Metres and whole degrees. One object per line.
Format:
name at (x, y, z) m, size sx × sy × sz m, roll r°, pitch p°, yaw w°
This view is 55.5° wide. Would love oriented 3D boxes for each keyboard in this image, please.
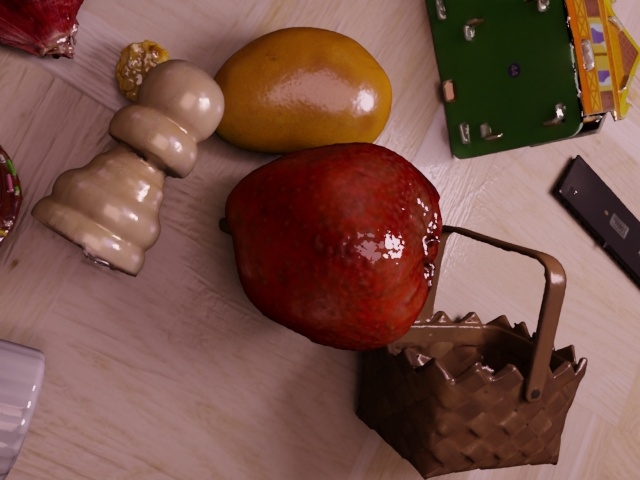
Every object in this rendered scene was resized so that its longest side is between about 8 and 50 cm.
keyboard at (0.556, -0.023, 1.154) m, size 0.317 × 0.027 × 0.106 m, roll 41°, pitch 70°, yaw -18°

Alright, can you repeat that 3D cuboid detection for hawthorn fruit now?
hawthorn fruit at (0.000, 0.000, 0.784) m, size 0.307 × 0.265 × 0.265 m, roll 11°, pitch 83°, yaw 18°

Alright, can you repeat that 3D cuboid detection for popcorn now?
popcorn at (-0.226, -0.215, 0.789) m, size 0.083 × 0.057 × 0.082 m, roll 43°, pitch 75°, yaw -21°

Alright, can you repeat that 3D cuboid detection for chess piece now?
chess piece at (-0.211, -0.097, 0.736) m, size 0.143 × 0.143 × 0.260 m, roll 36°, pitch 81°, yaw -20°

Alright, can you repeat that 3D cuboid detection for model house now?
model house at (0.362, -0.337, 1.001) m, size 0.313 × 0.243 × 0.357 m, roll -16°, pitch 95°, yaw -40°

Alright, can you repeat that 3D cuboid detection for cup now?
cup at (-0.431, 0.180, 0.661) m, size 0.202 × 0.221 × 0.166 m, roll 21°, pitch 47°, yaw -25°

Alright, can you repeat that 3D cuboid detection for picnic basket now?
picnic basket at (0.214, 0.152, 0.874) m, size 0.291 × 0.254 × 0.320 m, roll 5°, pitch 101°, yaw -25°

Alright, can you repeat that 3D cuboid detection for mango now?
mango at (-0.025, -0.204, 0.836) m, size 0.255 × 0.139 × 0.175 m, roll 4°, pitch 85°, yaw -18°

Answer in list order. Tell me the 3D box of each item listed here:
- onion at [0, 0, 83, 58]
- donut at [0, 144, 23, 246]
onion at (-0.361, -0.347, 0.698) m, size 0.227 × 0.120 × 0.283 m, roll -32°, pitch 102°, yaw -16°
donut at (-0.446, -0.042, 0.642) m, size 0.235 × 0.089 × 0.235 m, roll 12°, pitch 61°, yaw -23°
